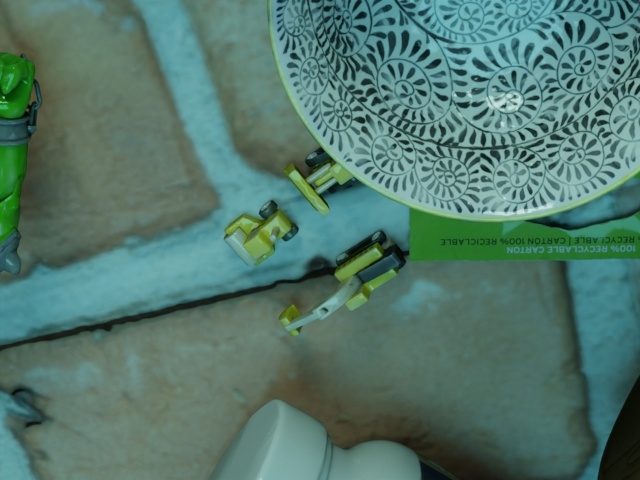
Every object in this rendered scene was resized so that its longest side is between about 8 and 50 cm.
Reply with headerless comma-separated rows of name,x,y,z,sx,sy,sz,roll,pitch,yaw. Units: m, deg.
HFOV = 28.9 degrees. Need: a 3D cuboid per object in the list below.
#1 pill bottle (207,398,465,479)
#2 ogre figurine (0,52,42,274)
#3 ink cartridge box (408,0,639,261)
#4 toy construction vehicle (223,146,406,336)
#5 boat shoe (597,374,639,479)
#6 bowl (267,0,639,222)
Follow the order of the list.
pill bottle,0.054,0.209,0.717,0.265,0.153,0.153,32,115,-11
ogre figurine,-0.234,-0.032,0.657,0.197,0.097,0.118,-10,104,-2
ink cartridge box,0.128,-0.085,0.593,0.189,0.097,0.255,-1,116,6
toy construction vehicle,0.000,0.000,0.682,0.098,0.035,0.086,-31,109,19
boat shoe,0.281,0.037,0.611,0.123,0.123,0.342,38,103,-4
bowl,0.067,-0.100,0.493,0.170,0.080,0.170,2,117,4
